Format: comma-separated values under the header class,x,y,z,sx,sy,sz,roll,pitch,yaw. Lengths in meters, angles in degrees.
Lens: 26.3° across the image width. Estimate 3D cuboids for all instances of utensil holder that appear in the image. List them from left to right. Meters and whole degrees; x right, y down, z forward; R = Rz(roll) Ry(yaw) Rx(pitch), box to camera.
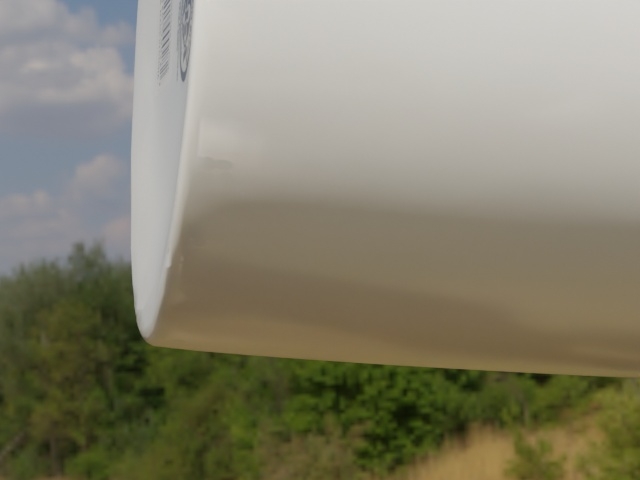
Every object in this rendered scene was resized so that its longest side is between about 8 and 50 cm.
class,x,y,z,sx,sy,sz,roll,pitch,yaw
utensil holder,0.112,-0.091,0.666,0.385,0.328,0.327,3,-7,-13
